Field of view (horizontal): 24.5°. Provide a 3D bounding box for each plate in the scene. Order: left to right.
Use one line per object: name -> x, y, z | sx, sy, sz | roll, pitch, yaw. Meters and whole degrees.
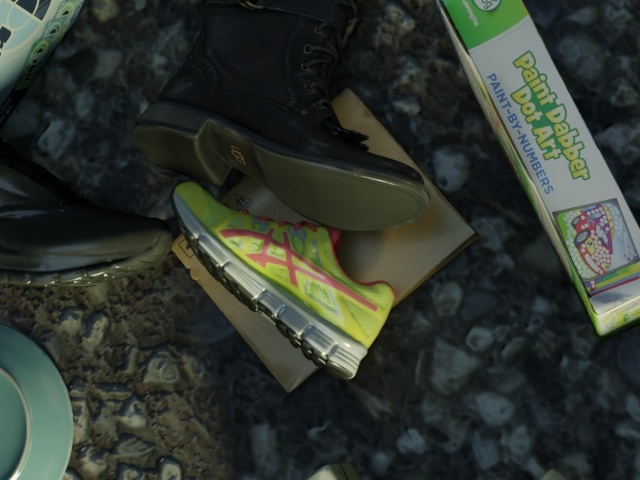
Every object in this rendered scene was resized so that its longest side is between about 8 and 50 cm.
plate -> -0.301, 0.160, 1.249 | 0.188, 0.024, 0.188 | -1, 84, 13

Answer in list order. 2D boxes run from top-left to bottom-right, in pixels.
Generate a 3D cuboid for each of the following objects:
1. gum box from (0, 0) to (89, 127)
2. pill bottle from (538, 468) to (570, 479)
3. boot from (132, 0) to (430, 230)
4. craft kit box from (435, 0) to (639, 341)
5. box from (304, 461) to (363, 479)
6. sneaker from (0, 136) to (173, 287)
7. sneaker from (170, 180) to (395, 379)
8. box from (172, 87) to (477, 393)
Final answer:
gum box -> -0.274, -0.172, 1.202 | 0.041, 0.184, 0.157 | 35, 92, 14
pill bottle -> 0.246, 0.309, 1.030 | 0.318, 0.176, 0.176 | 39, 92, 14
boot -> -0.006, -0.142, 1.164 | 0.263, 0.091, 0.229 | 19, 65, 15
craft kit box -> 0.166, -0.054, 1.056 | 0.061, 0.250, 0.246 | -24, 79, 7
box -> 0.051, 0.309, 1.115 | 0.113, 0.094, 0.275 | -39, 77, 5
sneaker -> -0.260, -0.027, 1.215 | 0.286, 0.109, 0.130 | 4, 91, 12
sneaker -> -0.029, 0.014, 1.165 | 0.208, 0.081, 0.094 | 40, 81, 11
box -> 0.000, 0.000, 1.203 | 0.201, 0.021, 0.164 | -41, 76, 5
